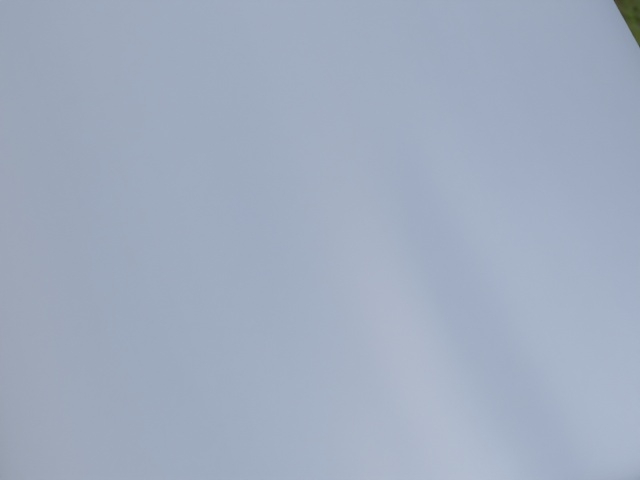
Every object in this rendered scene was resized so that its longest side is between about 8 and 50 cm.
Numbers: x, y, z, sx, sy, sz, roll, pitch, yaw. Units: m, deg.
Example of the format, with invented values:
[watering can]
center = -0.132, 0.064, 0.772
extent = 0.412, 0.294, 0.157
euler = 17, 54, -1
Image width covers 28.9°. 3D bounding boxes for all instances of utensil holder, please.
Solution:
[utensil holder]
center = 0.000, 0.000, 0.536
extent = 0.327, 0.386, 0.327
euler = -19, 161, -7
